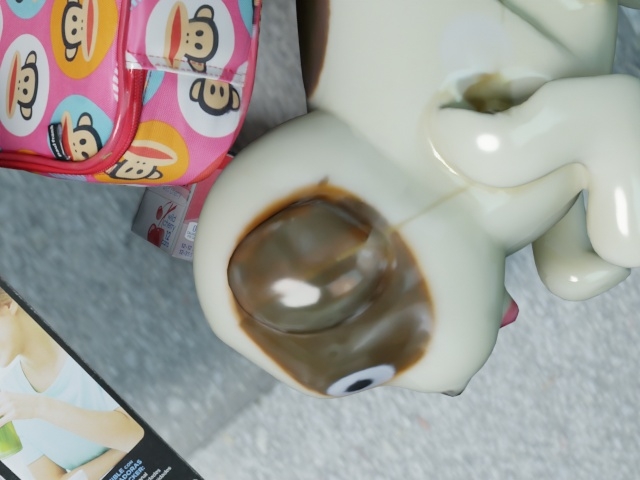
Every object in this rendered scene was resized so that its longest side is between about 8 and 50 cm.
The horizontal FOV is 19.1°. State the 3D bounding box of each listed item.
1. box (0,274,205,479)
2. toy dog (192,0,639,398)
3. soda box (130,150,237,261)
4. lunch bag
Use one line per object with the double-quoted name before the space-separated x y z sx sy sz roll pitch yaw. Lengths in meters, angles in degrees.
"box" -0.207 0.072 1.168 0.087 0.169 0.290 -45 120 -8
"toy dog" 0.068 -0.088 1.239 0.395 0.284 0.408 27 79 -16
"soda box" 0.000 0.000 1.414 0.263 0.092 0.083 18 93 -29
"lunch bag" -0.145 -0.184 1.204 0.120 0.258 0.293 5 91 -38
